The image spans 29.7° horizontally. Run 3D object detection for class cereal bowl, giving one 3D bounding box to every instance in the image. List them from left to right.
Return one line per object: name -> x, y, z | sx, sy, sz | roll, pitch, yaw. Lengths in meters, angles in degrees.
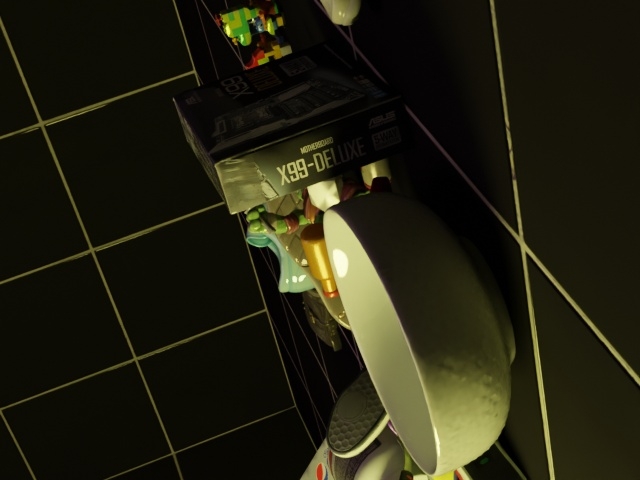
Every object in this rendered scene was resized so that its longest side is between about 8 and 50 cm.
cereal bowl -> 0.128, 0.093, 1.394 | 0.339, 0.141, 0.338 | 160, 90, -82

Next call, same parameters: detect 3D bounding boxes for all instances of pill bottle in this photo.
pill bottle -> 0.126, 0.402, 2.029 | 0.318, 0.176, 0.176 | -145, 35, -77

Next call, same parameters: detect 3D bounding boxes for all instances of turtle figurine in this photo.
turtle figurine -> -0.024, -0.078, 1.788 | 0.266, 0.198, 0.274 | 48, 162, 58

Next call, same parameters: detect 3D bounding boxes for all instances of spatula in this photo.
spatula -> 0.128, 0.340, 1.843 | 0.084, 0.030, 0.296 | 45, -148, -24

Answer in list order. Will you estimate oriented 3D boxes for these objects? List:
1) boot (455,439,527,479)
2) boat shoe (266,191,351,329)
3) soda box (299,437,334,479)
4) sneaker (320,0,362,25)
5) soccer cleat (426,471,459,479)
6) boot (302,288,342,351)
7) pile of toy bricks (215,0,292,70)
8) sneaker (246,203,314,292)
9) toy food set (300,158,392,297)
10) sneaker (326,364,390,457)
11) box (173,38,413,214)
boot -> 0.196, 0.287, 1.627 | 0.176, 0.088, 0.244 | 82, 161, -63
boat shoe -> 0.000, 0.000, 2.024 | 0.116, 0.123, 0.324 | -108, -7, -77
soda box -> 0.061, 0.424, 2.370 | 0.098, 0.091, 0.286 | 62, 139, 38
sneaker -> -0.036, -0.375, 1.430 | 0.110, 0.118, 0.292 | 106, 142, -73
soccer cleat -> 0.188, 0.304, 1.800 | 0.121, 0.093, 0.289 | -49, 52, 46
boot -> -0.030, 0.091, 2.599 | 0.229, 0.091, 0.263 | 82, 163, -54
pile of toy bricks -> -0.123, -0.375, 2.025 | 0.118, 0.105, 0.212 | -120, 13, -51
sneaker -> -0.092, -0.065, 2.414 | 0.135, 0.150, 0.365 | 94, 154, -69
toy food set -> 0.045, -0.038, 1.604 | 0.232, 0.111, 0.104 | -80, -19, -50
sneaker -> 0.105, 0.229, 1.679 | 0.086, 0.226, 0.163 | 16, 154, 37
box -> -0.046, -0.156, 1.576 | 0.307, 0.243, 0.076 | -125, 17, -63
